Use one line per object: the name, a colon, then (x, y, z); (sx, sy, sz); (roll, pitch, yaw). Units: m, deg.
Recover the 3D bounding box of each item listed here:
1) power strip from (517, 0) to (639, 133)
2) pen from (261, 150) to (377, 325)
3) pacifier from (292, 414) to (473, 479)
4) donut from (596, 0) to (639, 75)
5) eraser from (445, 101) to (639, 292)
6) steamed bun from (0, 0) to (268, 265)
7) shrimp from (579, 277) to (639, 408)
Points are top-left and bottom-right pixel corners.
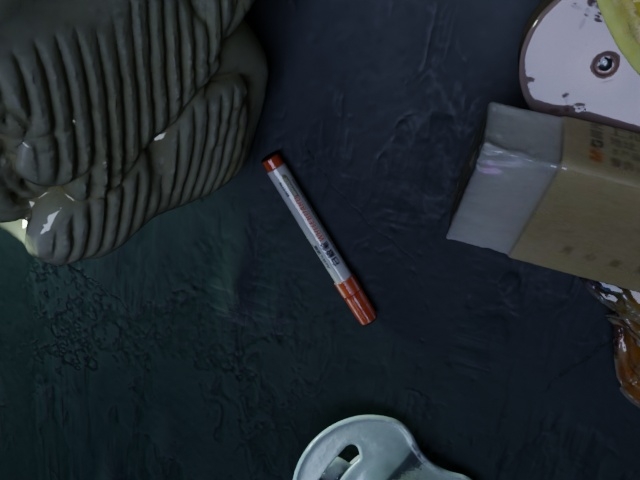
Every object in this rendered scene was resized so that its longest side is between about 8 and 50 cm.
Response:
power strip: (0.260, -0.168, 0.631); (0.154, 0.078, 0.154); (7, 118, 13)
pen: (0.000, 0.000, 0.820); (0.028, 0.028, 0.239); (-26, 102, 26)
pacifier: (0.087, 0.362, 0.843); (0.279, 0.207, 0.227); (39, 85, -1)
donut: (0.405, -0.239, 0.443); (0.449, 0.198, 0.449); (1, 93, 11)
eraser: (0.301, -0.022, 0.634); (0.343, 0.078, 0.144); (14, 144, 4)
steamed bun: (-0.240, -0.169, 0.647); (0.255, 0.368, 0.342); (32, 138, 19)
shrimp: (0.369, 0.115, 0.735); (0.317, 0.062, 0.164); (37, 126, 1)
